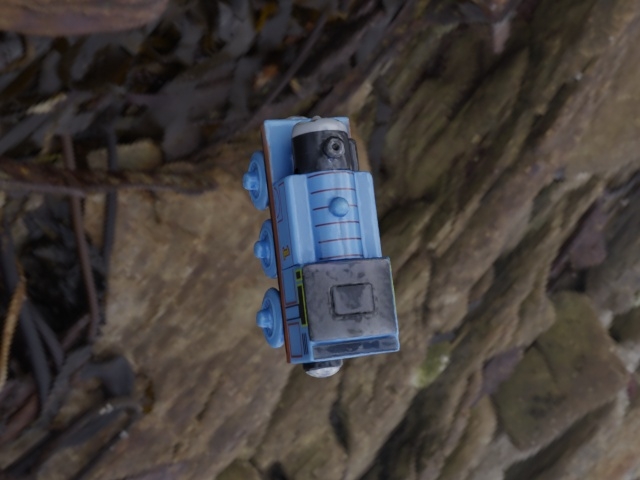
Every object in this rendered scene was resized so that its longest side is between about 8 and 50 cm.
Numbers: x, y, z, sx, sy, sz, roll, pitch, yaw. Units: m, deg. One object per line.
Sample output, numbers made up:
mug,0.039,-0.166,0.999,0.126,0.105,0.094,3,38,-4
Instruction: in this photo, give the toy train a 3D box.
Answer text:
toy train,0.000,0.000,0.728,0.080,0.184,0.105,-3,173,-21
